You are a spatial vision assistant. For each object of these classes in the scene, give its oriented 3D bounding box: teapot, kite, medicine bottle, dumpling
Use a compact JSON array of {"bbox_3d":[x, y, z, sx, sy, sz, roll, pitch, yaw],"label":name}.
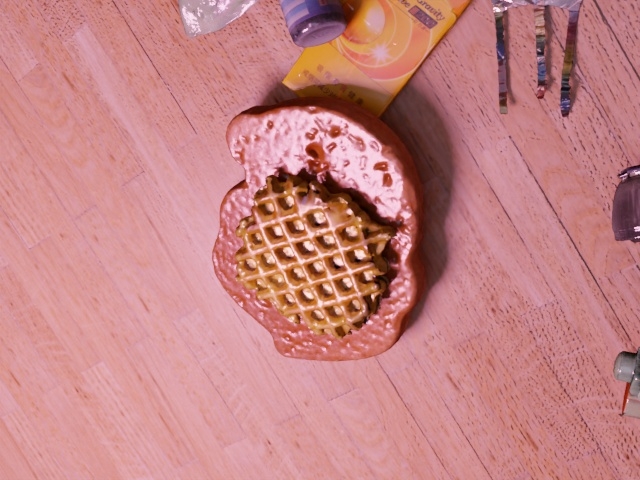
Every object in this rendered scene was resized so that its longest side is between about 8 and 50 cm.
[{"bbox_3d":[0.458,-0.058,1.159,0.149,0.111,0.108,-11,91,29],"label":"teapot"},{"bbox_3d":[0.282,-0.323,1.184,0.169,0.015,0.309,8,109,18],"label":"kite"},{"bbox_3d":[-0.030,-0.377,1.223,0.084,0.083,0.203,-23,81,26],"label":"medicine bottle"},{"bbox_3d":[-0.147,-0.389,1.252,0.105,0.149,0.216,6,111,-25],"label":"dumpling"}]

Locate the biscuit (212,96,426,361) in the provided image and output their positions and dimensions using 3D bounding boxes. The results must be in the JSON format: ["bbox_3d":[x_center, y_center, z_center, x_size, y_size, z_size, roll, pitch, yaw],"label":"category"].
[{"bbox_3d":[0.000,0.000,1.357,0.350,0.078,0.455,23,123,19],"label":"biscuit"}]

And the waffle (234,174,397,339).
[{"bbox_3d":[-0.014,0.027,1.313,0.254,0.052,0.245,30,123,11],"label":"waffle"}]

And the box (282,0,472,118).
[{"bbox_3d":[0.077,-0.285,1.259,0.152,0.043,0.269,39,119,2],"label":"box"}]

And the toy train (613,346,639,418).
[{"bbox_3d":[0.551,0.219,1.214,0.286,0.116,0.177,10,149,17],"label":"toy train"}]
